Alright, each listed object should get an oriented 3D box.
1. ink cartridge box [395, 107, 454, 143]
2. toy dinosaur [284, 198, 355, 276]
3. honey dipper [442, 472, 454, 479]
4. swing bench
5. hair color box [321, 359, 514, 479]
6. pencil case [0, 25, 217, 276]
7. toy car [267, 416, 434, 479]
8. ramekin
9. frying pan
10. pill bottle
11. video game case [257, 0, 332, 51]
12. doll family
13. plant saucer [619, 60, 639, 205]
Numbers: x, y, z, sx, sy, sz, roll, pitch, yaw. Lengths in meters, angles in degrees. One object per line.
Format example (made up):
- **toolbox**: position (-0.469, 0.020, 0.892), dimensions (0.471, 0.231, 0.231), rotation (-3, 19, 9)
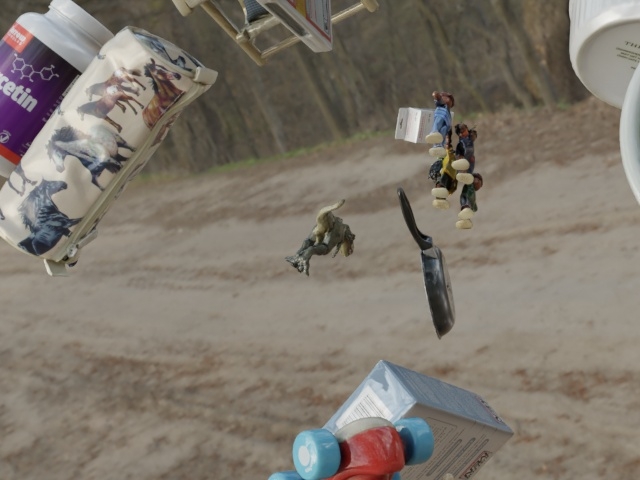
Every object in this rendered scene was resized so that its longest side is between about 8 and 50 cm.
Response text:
- **ink cartridge box**: position (0.150, -0.165, 1.482), dimensions (0.083, 0.048, 0.028), rotation (-3, 16, -37)
- **toy dinosaur**: position (0.000, 0.000, 1.638), dimensions (0.118, 0.064, 0.268), rotation (-47, -11, -4)
- **honey dipper**: position (0.184, 0.434, 1.560), dimensions (0.031, 0.160, 0.030), rotation (6, -5, 1)
- **swing bench**: position (-0.084, -0.432, 1.595), dimensions (0.253, 0.165, 0.255), rotation (-20, -31, 35)
- **hair color box**: position (0.182, 0.354, 1.880), dimensions (0.185, 0.113, 0.374), rotation (-50, -39, 11)
- **pencil case**: position (-0.338, -0.145, 1.601), dimensions (0.410, 0.183, 0.160), rotation (-51, -16, 10)
- **toy car**: position (0.077, 0.405, 1.515), dimensions (0.219, 0.238, 0.210), rotation (1, -45, -35)
- **ramekin**: position (0.486, -0.294, 1.490), dimensions (0.273, 0.273, 0.127), rotation (-14, 48, 49)
- **frying pan**: position (0.211, 0.032, 1.986), dimensions (0.053, 0.326, 0.197), rotation (-10, 13, 11)
- **pill bottle**: position (-0.519, -0.280, 1.855), dimensions (0.323, 0.181, 0.181), rotation (-53, 11, -1)
- **video game case**: position (-0.038, -0.327, 1.068), dimensions (0.025, 0.204, 0.285), rotation (-4, -4, 14)
- **doll family**: position (0.178, -0.113, 1.370), dimensions (0.076, 0.193, 0.111), rotation (8, 44, 15)
- **plant saucer**: position (0.563, -0.127, 1.208), dimensions (0.401, 0.400, 0.100), rotation (-22, -27, 18)
